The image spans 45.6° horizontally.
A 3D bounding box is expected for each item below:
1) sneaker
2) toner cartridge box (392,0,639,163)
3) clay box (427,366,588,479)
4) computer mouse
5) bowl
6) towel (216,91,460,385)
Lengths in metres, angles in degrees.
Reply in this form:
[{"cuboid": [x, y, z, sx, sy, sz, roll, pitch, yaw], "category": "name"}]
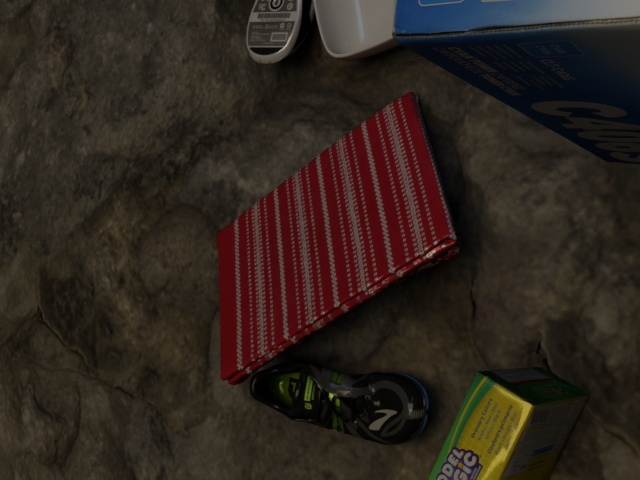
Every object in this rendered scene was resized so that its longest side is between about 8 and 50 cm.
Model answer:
[{"cuboid": [0.013, 0.148, 0.697, 0.188, 0.078, 0.067, 3, 86, 36], "category": "sneaker"}, {"cuboid": [0.199, -0.103, 0.429, 0.165, 0.347, 0.075, 6, 89, 36], "category": "toner cartridge box"}, {"cuboid": [0.120, 0.207, 0.584, 0.053, 0.127, 0.222, 30, 101, 35], "category": "clay box"}, {"cuboid": [-0.030, -0.273, 0.806, 0.106, 0.042, 0.193, 11, 85, 31], "category": "computer mouse"}, {"cuboid": [0.063, -0.247, 0.726, 0.142, 0.053, 0.142, -16, 75, 32], "category": "bowl"}, {"cuboid": [0.000, 0.000, 0.720, 0.274, 0.031, 0.199, -34, 43, 27], "category": "towel"}]
